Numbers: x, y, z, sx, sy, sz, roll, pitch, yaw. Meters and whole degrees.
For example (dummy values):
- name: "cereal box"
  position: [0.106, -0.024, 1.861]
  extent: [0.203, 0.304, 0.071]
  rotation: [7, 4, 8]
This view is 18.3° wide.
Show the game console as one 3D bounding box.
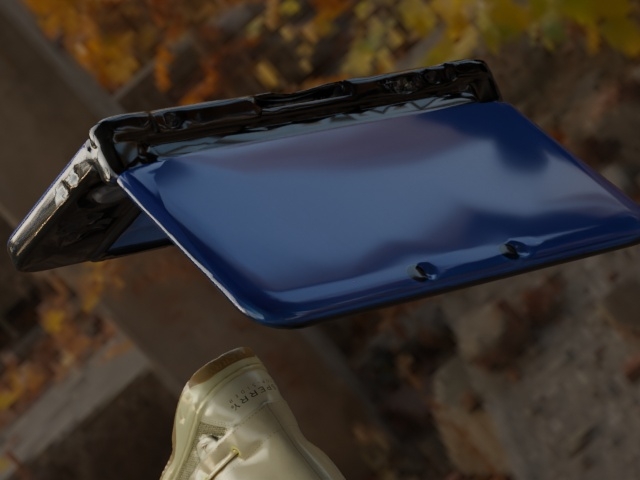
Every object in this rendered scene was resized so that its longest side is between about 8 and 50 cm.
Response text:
- name: "game console"
  position: [0.000, 0.000, 1.196]
  extent: [0.293, 0.173, 0.250]
  rotation: [-11, -19, -35]

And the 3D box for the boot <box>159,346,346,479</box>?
- name: "boot"
  position: [-0.032, 0.230, 1.556]
  extent: [0.095, 0.203, 0.262]
  rotation: [-27, -31, -30]
